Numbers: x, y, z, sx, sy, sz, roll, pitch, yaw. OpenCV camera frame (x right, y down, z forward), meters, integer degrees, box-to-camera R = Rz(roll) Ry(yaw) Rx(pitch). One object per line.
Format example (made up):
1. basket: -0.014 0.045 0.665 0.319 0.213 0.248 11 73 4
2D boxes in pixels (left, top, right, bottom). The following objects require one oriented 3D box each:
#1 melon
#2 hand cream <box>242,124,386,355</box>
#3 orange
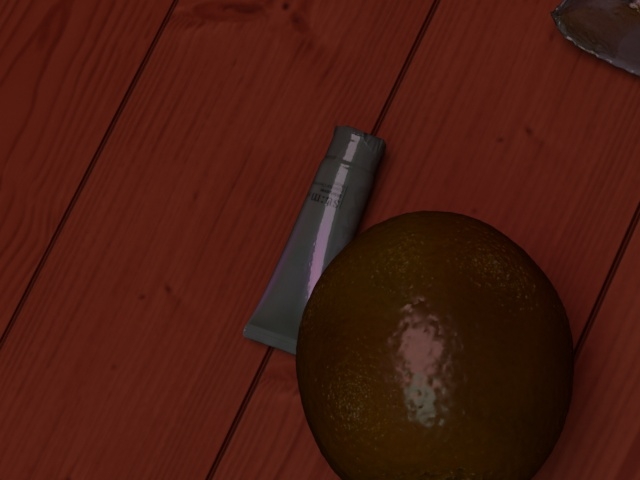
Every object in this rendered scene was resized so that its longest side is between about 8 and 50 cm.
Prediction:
1. melon: 0.261 -0.213 1.350 0.140 0.093 0.202 -15 63 21
2. hand cream: 0.000 0.000 1.384 0.078 0.050 0.204 18 82 23
3. orange: 0.087 0.094 1.227 0.236 0.236 0.236 -6 70 16
